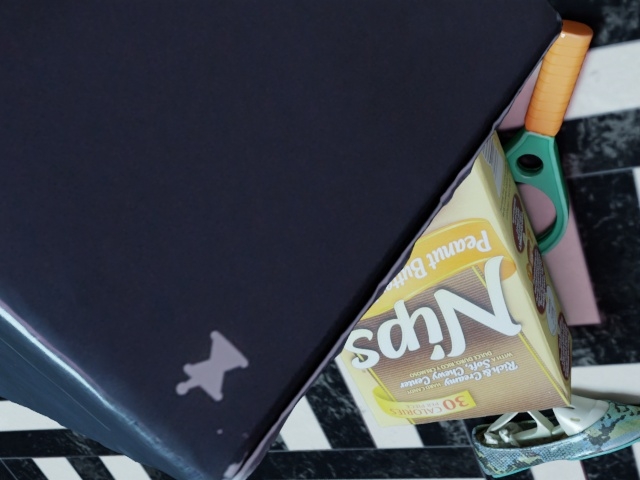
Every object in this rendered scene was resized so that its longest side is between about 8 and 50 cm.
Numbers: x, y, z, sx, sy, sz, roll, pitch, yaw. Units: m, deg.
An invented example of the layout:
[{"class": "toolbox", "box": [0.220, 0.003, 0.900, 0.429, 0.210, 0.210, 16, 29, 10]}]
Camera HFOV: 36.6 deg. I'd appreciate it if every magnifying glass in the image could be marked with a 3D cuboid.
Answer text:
[{"class": "magnifying glass", "box": [0.171, -0.071, 0.778, 0.092, 0.026, 0.231, 15, 132, 7]}]

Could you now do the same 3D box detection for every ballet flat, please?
[{"class": "ballet flat", "box": [0.230, 0.186, 0.955, 0.188, 0.070, 0.070, -26, 117, 31]}]

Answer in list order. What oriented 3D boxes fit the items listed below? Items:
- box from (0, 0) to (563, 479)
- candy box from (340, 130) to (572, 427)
[{"class": "box", "box": [-0.228, -0.156, 0.522, 0.480, 0.297, 0.472, 47, 158, -23]}, {"class": "candy box", "box": [0.082, 0.016, 0.810, 0.183, 0.087, 0.316, -11, 125, 24]}]
